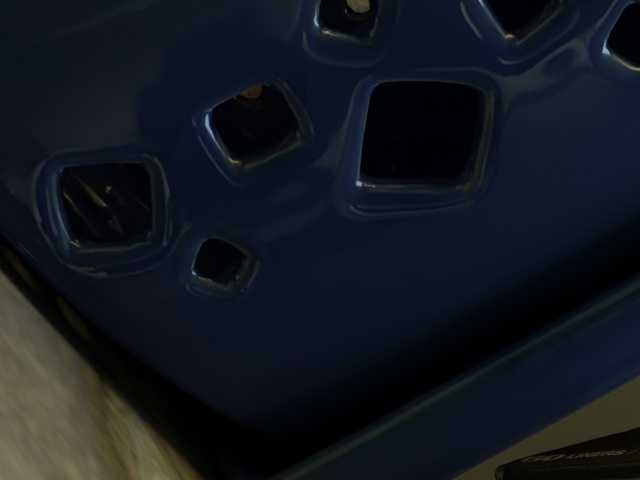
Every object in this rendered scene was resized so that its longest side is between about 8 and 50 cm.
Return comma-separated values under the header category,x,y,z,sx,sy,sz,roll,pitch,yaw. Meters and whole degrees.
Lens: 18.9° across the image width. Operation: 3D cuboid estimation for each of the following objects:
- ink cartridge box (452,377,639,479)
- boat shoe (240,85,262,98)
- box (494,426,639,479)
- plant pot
category,x,y,z,sx,sy,sz,roll,pitch,yaw
ink cartridge box,0.133,0.095,0.887,0.128,0.127,0.176,49,33,-42
boat shoe,-0.023,-0.106,1.370,0.098,0.109,0.302,51,-4,34
box,0.188,0.126,0.648,0.270,0.165,0.143,0,84,-62
plant pot,0.016,-0.056,0.608,0.212,0.236,0.236,60,2,-20
